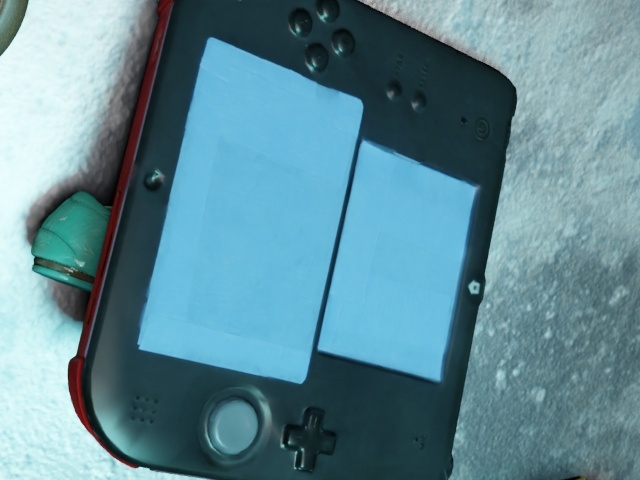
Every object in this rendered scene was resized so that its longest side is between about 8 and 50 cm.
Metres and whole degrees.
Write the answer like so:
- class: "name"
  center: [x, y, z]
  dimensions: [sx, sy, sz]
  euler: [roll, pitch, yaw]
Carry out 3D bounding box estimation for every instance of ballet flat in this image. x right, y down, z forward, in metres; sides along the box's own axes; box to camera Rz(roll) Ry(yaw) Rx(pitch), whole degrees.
- class: "ballet flat"
  center: [-0.106, 0.032, 0.814]
  dimensions: [0.247, 0.083, 0.087]
  euler: [30, 78, -32]

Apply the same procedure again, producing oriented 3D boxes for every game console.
- class: "game console"
  center: [0.000, 0.000, 0.800]
  dimensions: [0.342, 0.060, 0.386]
  euler: [17, 80, -28]

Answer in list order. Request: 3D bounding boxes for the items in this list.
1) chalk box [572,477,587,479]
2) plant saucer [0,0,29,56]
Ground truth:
- class: "chalk box"
  center: [0.248, 0.379, 1.058]
  dimensions: [0.132, 0.132, 0.213]
  euler: [-5, 108, -24]
- class: "plant saucer"
  center: [-0.277, -0.182, 0.684]
  dimensions: [0.168, 0.029, 0.168]
  euler: [-6, 103, -26]
